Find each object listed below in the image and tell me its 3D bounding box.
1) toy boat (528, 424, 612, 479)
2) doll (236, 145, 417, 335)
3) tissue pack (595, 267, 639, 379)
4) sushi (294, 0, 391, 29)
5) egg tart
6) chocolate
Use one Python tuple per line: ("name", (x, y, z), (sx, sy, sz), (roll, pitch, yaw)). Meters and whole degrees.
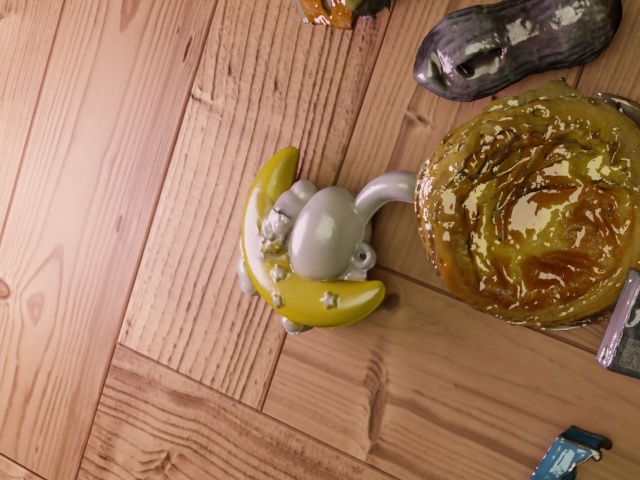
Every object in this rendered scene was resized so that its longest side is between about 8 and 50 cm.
("toy boat", (0.276, 0.305, 1.013), (0.077, 0.075, 0.186), (35, 107, 26))
("doll", (0.000, 0.000, 1.103), (0.237, 0.111, 0.252), (28, 103, 35))
("tissue pack", (0.392, 0.105, 0.945), (0.156, 0.051, 0.112), (16, 100, -4))
("sushi", (0.036, -0.387, 1.040), (0.139, 0.184, 0.274), (16, 93, 16))
("egg tart", (0.256, -0.042, 0.995), (0.297, 0.132, 0.297), (2, 100, 9))
("chocolate", (0.225, -0.232, 1.006), (0.248, 0.110, 0.110), (-13, 87, 19))
